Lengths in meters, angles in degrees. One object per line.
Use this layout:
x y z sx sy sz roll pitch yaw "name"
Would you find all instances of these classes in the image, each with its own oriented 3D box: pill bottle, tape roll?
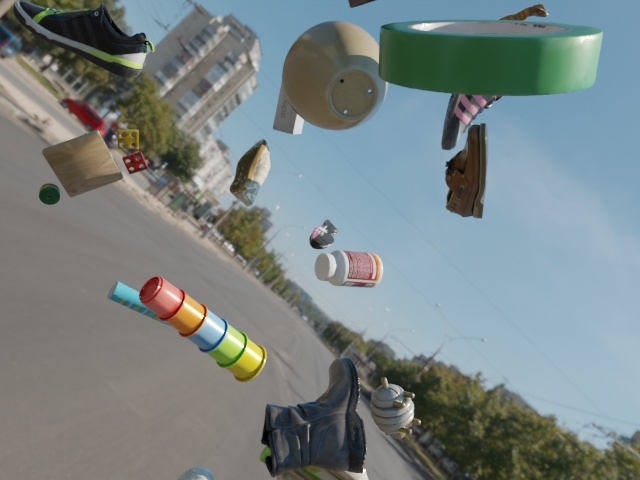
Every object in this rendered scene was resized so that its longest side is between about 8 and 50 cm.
0.066 0.067 1.455 0.152 0.086 0.086 6 17 -33 "pill bottle"
0.249 -0.284 0.925 0.321 0.321 0.077 36 -48 54 "tape roll"

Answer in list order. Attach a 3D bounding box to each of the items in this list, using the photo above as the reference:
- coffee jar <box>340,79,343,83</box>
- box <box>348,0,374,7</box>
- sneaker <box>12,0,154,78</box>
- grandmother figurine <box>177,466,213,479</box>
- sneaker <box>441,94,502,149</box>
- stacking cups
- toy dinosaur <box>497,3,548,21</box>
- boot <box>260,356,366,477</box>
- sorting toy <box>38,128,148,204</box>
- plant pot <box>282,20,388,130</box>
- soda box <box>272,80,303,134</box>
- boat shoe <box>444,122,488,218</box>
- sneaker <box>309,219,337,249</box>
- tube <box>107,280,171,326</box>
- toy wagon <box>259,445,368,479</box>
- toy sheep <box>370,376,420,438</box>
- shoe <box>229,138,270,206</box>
0.026 -0.420 1.610 0.079 0.184 0.096 -166 -115 -69 "coffee jar"
0.084 -0.738 1.434 0.381 0.143 0.191 30 47 -75 "box"
-0.403 -0.370 1.058 0.234 0.097 0.084 25 17 -13 "sneaker"
-0.262 0.637 1.242 0.104 0.343 0.207 7 -7 -38 "grandmother figurine"
0.403 -0.357 1.582 0.131 0.112 0.319 13 -44 0 "sneaker"
-0.250 0.184 1.295 0.316 0.096 0.096 45 -6 -32 "stacking cups"
0.403 -0.475 1.388 0.112 0.211 0.064 48 28 -48 "toy dinosaur"
-0.022 0.383 1.399 0.338 0.222 0.118 -96 -171 -64 "boot"
-0.537 -0.186 1.414 0.046 0.274 0.132 -114 -175 -49 "sorting toy"
0.058 -0.401 1.571 0.284 0.284 0.191 46 9 -31 "plant pot"
-0.081 -0.436 1.863 0.073 0.216 0.069 17 16 17 "soda box"
0.352 -0.158 1.490 0.104 0.111 0.307 7 -37 15 "boat shoe"
0.000 0.000 1.888 0.072 0.077 0.178 44 22 3 "sneaker"
-0.481 0.181 1.690 0.207 0.052 0.080 32 -37 -26 "tube"
-0.027 0.602 1.553 0.267 0.068 0.344 39 -42 -4 "toy wagon"
0.136 0.315 1.154 0.091 0.091 0.132 -150 -134 -68 "toy sheep"
-0.164 -0.166 1.482 0.058 0.076 0.219 48 36 -28 "shoe"
